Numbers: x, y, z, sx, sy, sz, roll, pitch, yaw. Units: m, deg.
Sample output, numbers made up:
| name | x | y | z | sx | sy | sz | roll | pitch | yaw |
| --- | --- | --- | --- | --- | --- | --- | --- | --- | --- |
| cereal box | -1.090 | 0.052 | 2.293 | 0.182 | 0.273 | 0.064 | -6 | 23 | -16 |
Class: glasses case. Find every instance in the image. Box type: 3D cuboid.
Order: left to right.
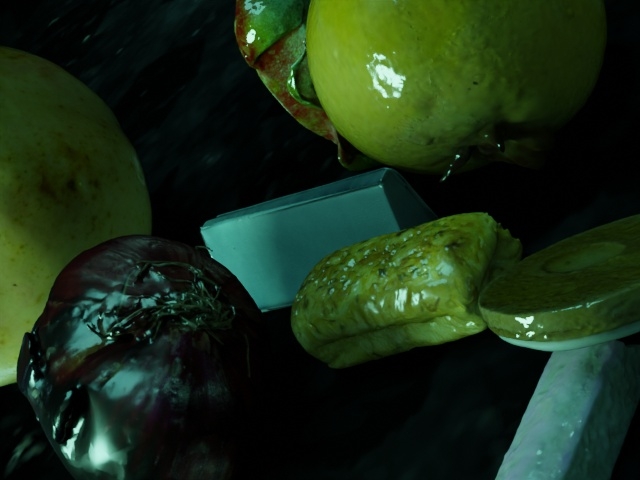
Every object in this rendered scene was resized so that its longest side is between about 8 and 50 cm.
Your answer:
| name | x | y | z | sx | sy | sz | roll | pitch | yaw |
| --- | --- | --- | --- | --- | --- | --- | --- | --- | --- |
| glasses case | 0.000 | 0.000 | 1.473 | 0.266 | 0.105 | 0.056 | -14 | 13 | 47 |

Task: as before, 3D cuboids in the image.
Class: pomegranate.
| name | x | y | z | sx | sy | sz | roll | pitch | yaw |
| --- | --- | --- | --- | --- | --- | --- | --- | --- | --- |
| pomegranate | -0.382 | -0.023 | 1.770 | 0.411 | 0.411 | 0.411 | -34 | 26 | 20 |

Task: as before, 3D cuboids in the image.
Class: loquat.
| name | x | y | z | sx | sy | sz | roll | pitch | yaw |
| --- | --- | --- | --- | --- | --- | --- | --- | --- | --- |
| loquat | 0.124 | -0.180 | 1.373 | 0.275 | 0.275 | 0.275 | -34 | 26 | 20 |

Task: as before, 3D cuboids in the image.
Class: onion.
| name | x | y | z | sx | sy | sz | roll | pitch | yaw |
| --- | --- | --- | --- | --- | --- | --- | --- | --- | --- |
| onion | -0.145 | 0.128 | 1.340 | 0.281 | 0.221 | 0.281 | -40 | 43 | 52 |

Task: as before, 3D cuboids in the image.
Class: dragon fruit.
| name | x | y | z | sx | sy | sz | roll | pitch | yaw |
| --- | --- | --- | --- | --- | --- | --- | --- | --- | --- |
| dragon fruit | 0.030 | -0.215 | 1.577 | 0.130 | 0.295 | 0.268 | -32 | 57 | 48 |

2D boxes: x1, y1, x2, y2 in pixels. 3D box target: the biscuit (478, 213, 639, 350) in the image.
| name | x | y | z | sx | sy | sz | roll | pitch | yaw |
| --- | --- | --- | --- | --- | --- | --- | --- | --- | --- |
| biscuit | 0.214 | 0.029 | 1.069 | 0.208 | 0.049 | 0.181 | -23 | 11 | -8 |

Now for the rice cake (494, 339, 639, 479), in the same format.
| name | x | y | z | sx | sy | sz | roll | pitch | yaw |
| --- | --- | --- | --- | --- | --- | --- | --- | --- | --- |
| rice cake | 0.128 | 0.200 | 0.996 | 0.072 | 0.056 | 0.365 | -7 | 44 | 50 |

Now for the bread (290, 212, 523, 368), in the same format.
| name | x | y | z | sx | sy | sz | roll | pitch | yaw |
| --- | --- | --- | --- | --- | --- | --- | --- | --- | --- |
| bread | 0.069 | 0.040 | 1.305 | 0.211 | 0.083 | 0.114 | -18 | 31 | 41 |
